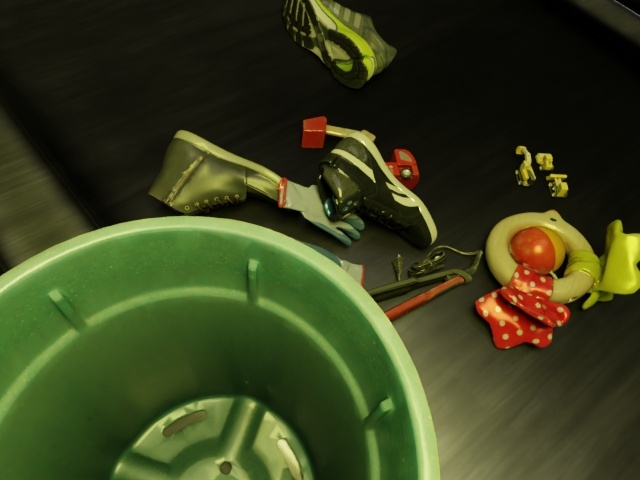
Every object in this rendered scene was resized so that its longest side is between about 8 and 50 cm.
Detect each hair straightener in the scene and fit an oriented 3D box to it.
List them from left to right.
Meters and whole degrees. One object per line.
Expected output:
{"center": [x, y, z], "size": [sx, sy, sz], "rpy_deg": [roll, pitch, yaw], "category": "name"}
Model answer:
{"center": [0.149, 0.050, 0.726], "size": [0.230, 0.047, 0.089], "rpy_deg": [-23, 65, -20], "category": "hair straightener"}

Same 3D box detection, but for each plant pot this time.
{"center": [-0.110, 0.211, 0.422], "size": [0.340, 0.334, 0.342], "rpy_deg": [3, 57, -4], "category": "plant pot"}

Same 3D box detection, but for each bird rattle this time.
{"center": [0.341, 0.048, 0.739], "size": [0.253, 0.143, 0.207], "rpy_deg": [-21, 52, -4], "category": "bird rattle"}

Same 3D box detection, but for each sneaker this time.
{"center": [-0.146, -0.070, 0.753], "size": [0.221, 0.083, 0.118], "rpy_deg": [25, 81, -4], "category": "sneaker"}
{"center": [0.031, -0.429, 0.975], "size": [0.121, 0.111, 0.300], "rpy_deg": [-27, 72, -32], "category": "sneaker"}
{"center": [0.074, -0.047, 0.735], "size": [0.121, 0.079, 0.217], "rpy_deg": [-44, 99, -24], "category": "sneaker"}

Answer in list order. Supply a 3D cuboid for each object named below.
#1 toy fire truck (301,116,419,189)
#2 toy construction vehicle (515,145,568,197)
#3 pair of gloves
{"center": [0.067, -0.149, 0.833], "size": [0.191, 0.047, 0.135], "rpy_deg": [-2, 60, -9], "category": "toy fire truck"}
{"center": [0.403, -0.128, 0.873], "size": [0.085, 0.035, 0.098], "rpy_deg": [4, 59, -5], "category": "toy construction vehicle"}
{"center": [0.000, 0.000, 0.720], "size": [0.159, 0.023, 0.199], "rpy_deg": [17, 63, -25], "category": "pair of gloves"}
